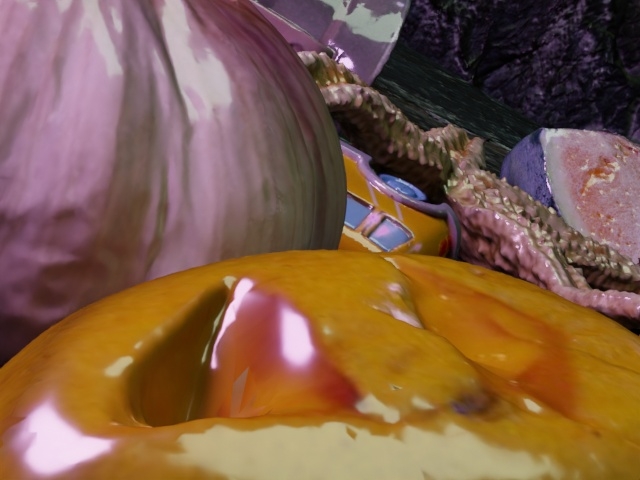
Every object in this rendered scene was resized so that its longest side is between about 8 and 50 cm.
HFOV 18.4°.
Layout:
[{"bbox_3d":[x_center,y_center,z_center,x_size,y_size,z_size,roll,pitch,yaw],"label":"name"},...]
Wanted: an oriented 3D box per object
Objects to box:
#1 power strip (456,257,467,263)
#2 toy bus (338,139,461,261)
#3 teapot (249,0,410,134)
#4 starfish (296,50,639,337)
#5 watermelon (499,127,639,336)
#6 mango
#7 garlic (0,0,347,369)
[{"bbox_3d":[0.106,0.035,1.573,0.145,0.061,0.215,35,12,-1],"label":"power strip"},{"bbox_3d":[-0.032,-0.001,1.213,0.209,0.126,0.136,30,20,10],"label":"toy bus"},{"bbox_3d":[-0.110,-0.225,1.732,0.344,0.253,0.300,31,6,-11],"label":"teapot"},{"bbox_3d":[0.132,-0.015,1.476,0.324,0.082,0.432,41,8,18],"label":"starfish"},{"bbox_3d":[0.275,0.038,1.796,0.322,0.175,0.188,32,-35,-12],"label":"watermelon"},{"bbox_3d":[0.021,0.113,0.723,0.365,0.182,0.253,2,29,-42],"label":"mango"},{"bbox_3d":[-0.135,-0.052,0.978,0.322,0.241,0.322,48,9,-10],"label":"garlic"}]
